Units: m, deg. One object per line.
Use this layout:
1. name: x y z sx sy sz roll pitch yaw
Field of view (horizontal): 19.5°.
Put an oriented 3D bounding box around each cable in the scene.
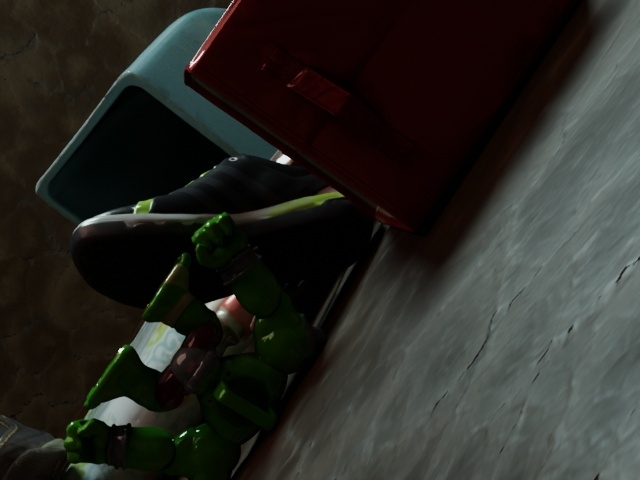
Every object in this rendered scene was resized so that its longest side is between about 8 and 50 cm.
1. cable: -0.007 -0.015 1.472 0.287 0.072 0.139 -58 1 -10

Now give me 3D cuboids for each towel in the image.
1. towel: -0.151 0.142 1.778 0.320 0.090 0.374 -58 5 14

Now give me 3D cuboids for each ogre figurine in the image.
1. ogre figurine: -0.083 0.093 1.298 0.197 0.118 0.097 -57 4 -15

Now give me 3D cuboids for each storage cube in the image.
1. storage cube: 0.036 -0.136 1.261 0.193 0.183 0.215 -55 5 -2

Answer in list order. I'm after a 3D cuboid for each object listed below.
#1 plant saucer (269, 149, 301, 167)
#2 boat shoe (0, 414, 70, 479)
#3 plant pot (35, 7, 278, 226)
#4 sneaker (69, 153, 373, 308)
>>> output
1. plant saucer: -0.015 -0.039 1.544 0.168 0.029 0.168 -43 -25 -26
2. boat shoe: -0.310 0.214 1.653 0.132 0.130 0.355 -61 6 -17
3. plant pot: -0.129 -0.121 2.149 0.248 0.247 0.252 -45 12 44
4. sneaker: -0.075 -0.013 1.383 0.097 0.234 0.084 -113 26 -43
